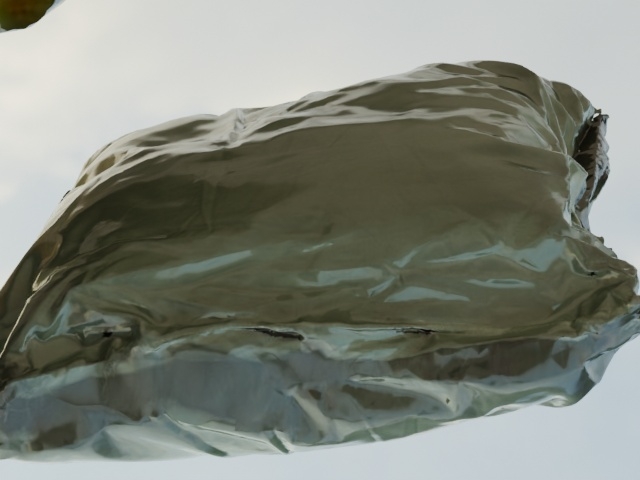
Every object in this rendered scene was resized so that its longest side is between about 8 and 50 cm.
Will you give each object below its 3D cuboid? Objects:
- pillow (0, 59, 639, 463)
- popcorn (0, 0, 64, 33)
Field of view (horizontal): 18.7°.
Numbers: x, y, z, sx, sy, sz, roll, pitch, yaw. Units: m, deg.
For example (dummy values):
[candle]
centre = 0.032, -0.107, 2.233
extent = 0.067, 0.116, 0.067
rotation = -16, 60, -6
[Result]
[pillow]
centre = 0.000, 0.000, 0.935
extent = 0.310, 0.138, 0.283
rotation = -9, -157, 3
[popcorn]
centre = -0.179, -0.253, 0.870
extent = 0.321, 0.290, 0.325
rotation = -35, -138, 17
